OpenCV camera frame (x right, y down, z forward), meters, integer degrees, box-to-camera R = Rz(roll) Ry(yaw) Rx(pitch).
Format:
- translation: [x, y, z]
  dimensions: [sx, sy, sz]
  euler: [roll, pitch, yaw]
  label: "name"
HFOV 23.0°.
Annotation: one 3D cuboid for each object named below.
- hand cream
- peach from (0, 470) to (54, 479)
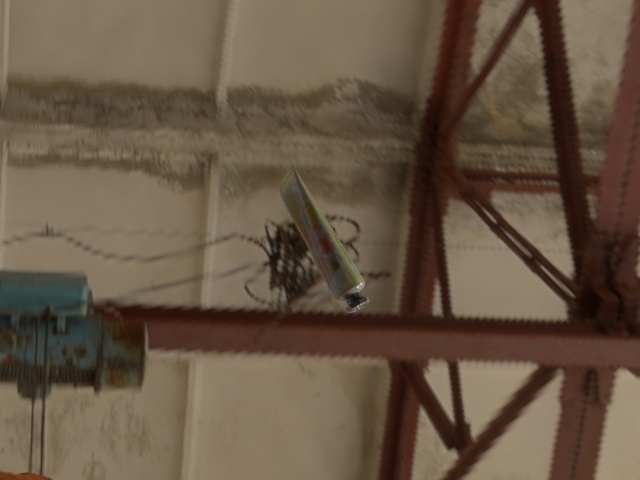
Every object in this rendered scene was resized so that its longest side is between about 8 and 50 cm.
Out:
- translation: [0.000, 0.000, 1.016]
  dimensions: [0.022, 0.035, 0.102]
  euler: [-25, -103, -23]
  label: "hand cream"
- translation: [-0.202, 0.207, 0.896]
  dimensions: [0.151, 0.118, 0.151]
  euler: [-10, -50, -12]
  label: "peach"
